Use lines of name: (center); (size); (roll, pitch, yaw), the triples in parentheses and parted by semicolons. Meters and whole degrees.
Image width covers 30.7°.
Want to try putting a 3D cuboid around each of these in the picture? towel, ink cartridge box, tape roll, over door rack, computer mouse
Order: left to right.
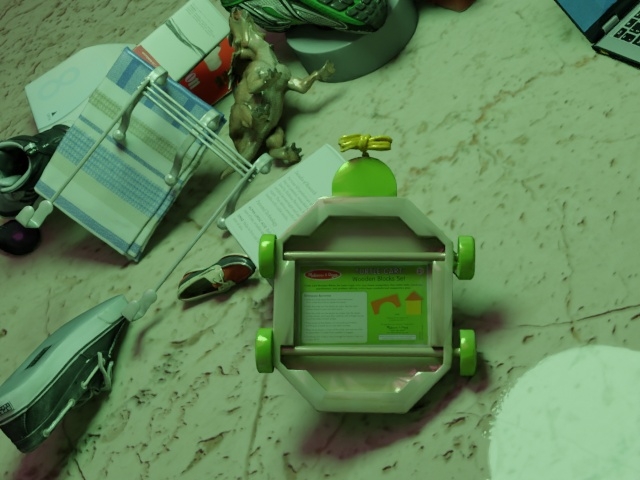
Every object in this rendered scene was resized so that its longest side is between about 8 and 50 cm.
computer mouse: (-0.584, -0.026, 2.098); (0.242, 0.041, 0.071); (15, 62, 43)
towel: (-0.304, -0.135, 1.860); (0.285, 0.209, 0.034); (-56, -3, 8)
ink cartridge box: (-0.346, -0.287, 2.149); (0.385, 0.091, 0.308); (-34, 41, 3)
over door rack: (-0.262, -0.070, 1.770); (0.239, 0.108, 0.324); (40, 82, 8)
ink cartridge box: (-0.269, -0.303, 1.983); (0.218, 0.092, 0.158); (-52, 13, -34)
tape roll: (0.052, -0.368, 1.970); (0.219, 0.072, 0.219); (-19, 42, 19)

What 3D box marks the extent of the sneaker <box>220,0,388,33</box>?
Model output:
sneaker: (-0.032, -0.406, 1.922); (0.344, 0.146, 0.134); (26, 54, 30)

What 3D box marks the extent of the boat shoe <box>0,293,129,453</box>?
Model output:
boat shoe: (-0.356, 0.190, 1.690); (0.113, 0.105, 0.306); (-24, 16, 29)

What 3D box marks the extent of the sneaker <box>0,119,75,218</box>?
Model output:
sneaker: (-0.513, -0.111, 1.959); (0.269, 0.101, 0.153); (-34, -9, 36)

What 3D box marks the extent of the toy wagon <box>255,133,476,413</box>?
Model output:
toy wagon: (0.058, 0.040, 1.446); (0.267, 0.068, 0.344); (1, 80, 3)

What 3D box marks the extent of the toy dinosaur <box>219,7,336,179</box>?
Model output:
toy dinosaur: (-0.107, -0.223, 1.907); (0.200, 0.127, 0.295); (7, 77, 52)

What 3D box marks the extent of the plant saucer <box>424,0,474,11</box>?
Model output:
plant saucer: (0.235, -0.519, 2.009); (0.259, 0.047, 0.258); (-45, 42, -12)

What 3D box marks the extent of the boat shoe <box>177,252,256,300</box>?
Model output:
boat shoe: (-0.153, 0.056, 1.720); (0.137, 0.049, 0.043); (-17, 31, 29)

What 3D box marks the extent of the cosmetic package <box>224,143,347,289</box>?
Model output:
cosmetic package: (0.000, 0.000, 1.594); (0.184, 0.151, 0.151); (-37, 40, -3)

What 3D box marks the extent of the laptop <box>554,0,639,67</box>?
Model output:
laptop: (0.512, -0.451, 1.612); (0.382, 0.236, 0.408); (-44, 41, -8)
